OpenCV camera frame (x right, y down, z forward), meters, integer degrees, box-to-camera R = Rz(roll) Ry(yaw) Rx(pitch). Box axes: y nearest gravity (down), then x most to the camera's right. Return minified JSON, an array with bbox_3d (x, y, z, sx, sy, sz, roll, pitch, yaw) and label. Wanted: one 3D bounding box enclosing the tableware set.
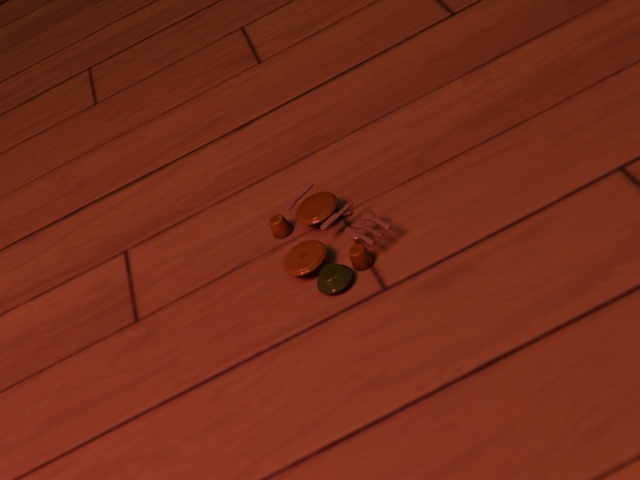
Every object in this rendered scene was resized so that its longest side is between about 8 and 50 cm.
[{"bbox_3d":[0.000,0.000,0.993,0.104,0.024,0.154,-43,39,-15],"label":"tableware set"}]
